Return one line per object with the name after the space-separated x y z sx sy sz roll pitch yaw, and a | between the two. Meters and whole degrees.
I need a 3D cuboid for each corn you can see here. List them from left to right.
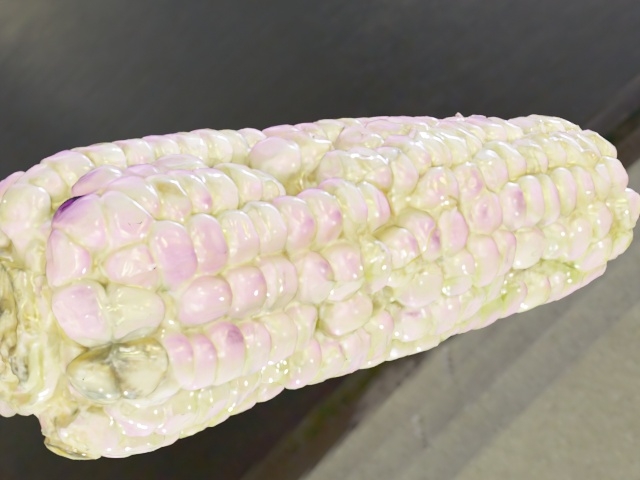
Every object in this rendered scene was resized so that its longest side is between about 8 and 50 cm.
0.002 0.001 0.714 0.335 0.127 0.126 -15 10 -37 | corn
